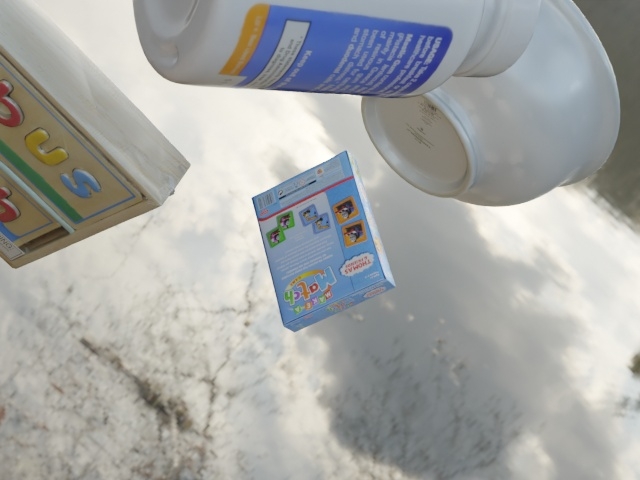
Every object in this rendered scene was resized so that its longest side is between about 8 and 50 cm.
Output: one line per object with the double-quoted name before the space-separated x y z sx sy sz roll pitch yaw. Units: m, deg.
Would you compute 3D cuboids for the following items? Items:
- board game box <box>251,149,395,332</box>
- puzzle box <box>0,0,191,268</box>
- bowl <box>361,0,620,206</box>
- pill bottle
"board game box" 0.000 0.000 1.445 0.039 0.160 0.212 39 31 -55
"puzzle box" -0.325 -0.151 0.853 0.409 0.272 0.052 46 52 -21
"bowl" 0.136 -0.137 1.048 0.298 0.298 0.134 44 65 5
"pill bottle" 0.019 -0.178 0.740 0.272 0.152 0.152 -1 45 -33
